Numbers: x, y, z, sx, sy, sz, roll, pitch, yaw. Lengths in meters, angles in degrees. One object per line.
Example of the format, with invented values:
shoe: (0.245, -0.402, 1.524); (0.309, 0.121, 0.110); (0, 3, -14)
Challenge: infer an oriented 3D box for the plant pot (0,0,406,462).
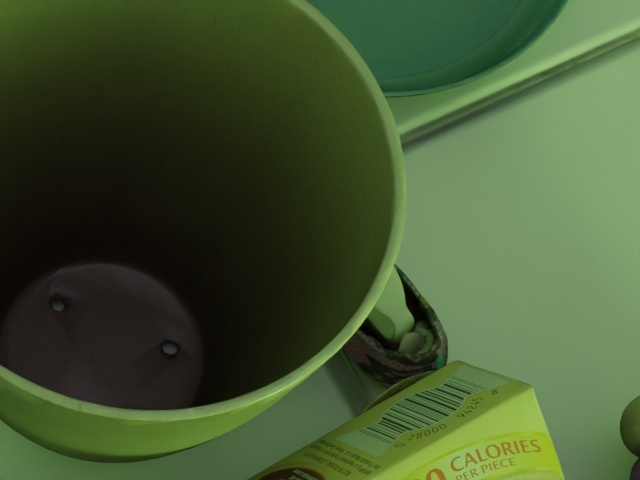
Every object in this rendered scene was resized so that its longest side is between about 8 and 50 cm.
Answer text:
plant pot: (-0.110, 0.018, 1.084); (0.256, 0.274, 0.256); (5, 66, -10)

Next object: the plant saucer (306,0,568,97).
plant saucer: (0.024, -0.230, 1.349); (0.318, 0.043, 0.317); (5, 66, -10)

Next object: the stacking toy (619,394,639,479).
stacking toy: (0.251, 0.250, 1.147); (0.141, 0.141, 0.330); (3, 72, -10)

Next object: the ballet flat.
ballet flat: (0.000, 0.000, 1.222); (0.077, 0.079, 0.221); (-40, 79, -23)

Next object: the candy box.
candy box: (-0.001, 0.220, 1.078); (0.316, 0.087, 0.183); (-28, 108, -20)

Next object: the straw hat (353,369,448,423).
straw hat: (0.049, 0.138, 1.176); (0.144, 0.061, 0.144); (-4, 100, -26)
